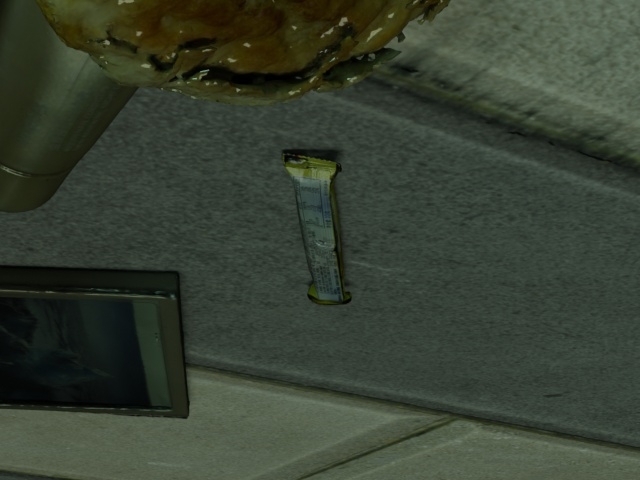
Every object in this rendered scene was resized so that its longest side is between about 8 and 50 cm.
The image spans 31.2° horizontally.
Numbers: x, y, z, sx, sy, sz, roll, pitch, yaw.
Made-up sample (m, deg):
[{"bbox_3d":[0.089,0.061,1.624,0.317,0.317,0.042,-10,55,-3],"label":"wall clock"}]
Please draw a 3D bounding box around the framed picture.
[{"bbox_3d":[-0.318,0.128,1.317,0.326,0.028,0.446,2,155,-3],"label":"framed picture"}]

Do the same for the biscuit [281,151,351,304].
[{"bbox_3d":[0.000,0.000,1.034,0.048,0.026,0.292,3,155,5],"label":"biscuit"}]

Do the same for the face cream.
[{"bbox_3d":[-0.143,-0.132,0.701,0.137,0.084,0.341,17,144,-26],"label":"face cream"}]

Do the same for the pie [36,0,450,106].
[{"bbox_3d":[-0.023,-0.155,0.598,0.274,0.055,0.274,-16,155,-8],"label":"pie"}]
